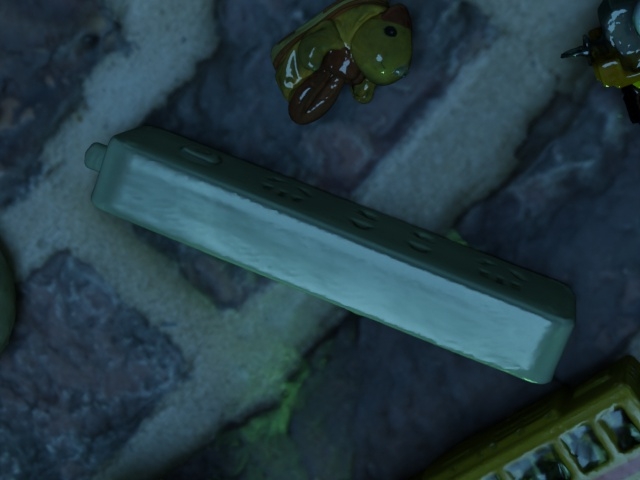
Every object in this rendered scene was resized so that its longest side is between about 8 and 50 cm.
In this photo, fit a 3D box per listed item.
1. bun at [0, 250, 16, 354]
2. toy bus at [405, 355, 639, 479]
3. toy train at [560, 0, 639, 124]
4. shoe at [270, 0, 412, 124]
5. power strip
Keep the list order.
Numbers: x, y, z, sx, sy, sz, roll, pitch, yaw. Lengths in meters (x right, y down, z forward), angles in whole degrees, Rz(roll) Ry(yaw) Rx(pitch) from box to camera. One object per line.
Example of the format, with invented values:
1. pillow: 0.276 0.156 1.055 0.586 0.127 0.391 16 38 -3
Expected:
1. bun: -0.347 0.056 0.915 0.183 0.102 0.183 3 104 13
2. toy bus: 0.125 0.219 0.850 0.335 0.121 0.123 -33 88 19
3. toy train: 0.272 -0.131 0.730 0.219 0.089 0.127 -16 113 16
4. shoe: 0.017 -0.127 0.797 0.109 0.072 0.069 -13 64 11
5. power strip: 0.000 0.001 0.827 0.385 0.091 0.062 22 108 6
